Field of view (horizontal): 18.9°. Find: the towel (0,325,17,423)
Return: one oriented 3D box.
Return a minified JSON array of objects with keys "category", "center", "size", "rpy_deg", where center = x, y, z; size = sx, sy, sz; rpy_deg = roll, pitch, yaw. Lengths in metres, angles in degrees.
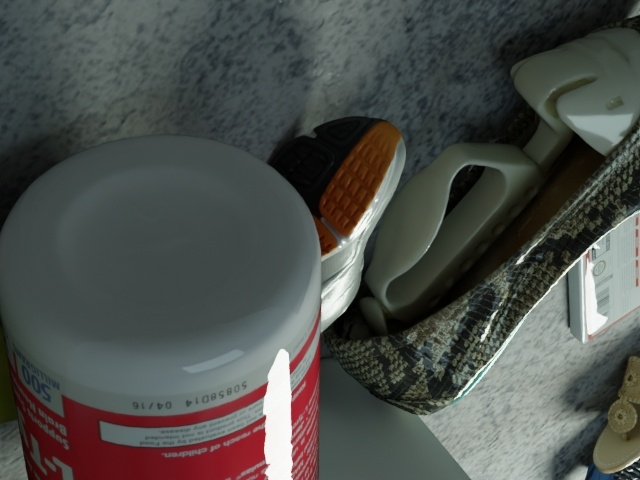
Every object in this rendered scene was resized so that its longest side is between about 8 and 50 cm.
[{"category":"towel","center":[-0.227,0.096,1.527],"size":[0.237,0.021,0.102],"rpy_deg":[-14,133,-35]}]

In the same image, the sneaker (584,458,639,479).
[{"category":"sneaker","center":[0.354,0.248,2.235],"size":[0.069,0.082,0.209],"rpy_deg":[28,89,-26]}]

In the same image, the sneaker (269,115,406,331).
[{"category":"sneaker","center":[0.000,0.000,1.596],"size":[0.121,0.099,0.262],"rpy_deg":[-5,139,-51]}]

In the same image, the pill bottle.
[{"category":"pill bottle","center":[-0.114,0.136,1.456],"size":[0.229,0.229,0.407],"rpy_deg":[-26,142,-23]}]

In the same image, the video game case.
[{"category":"video game case","center":[0.373,-0.029,1.978],"size":[0.285,0.025,0.204],"rpy_deg":[-31,144,-16]}]

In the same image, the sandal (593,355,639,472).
[{"category":"sandal","center":[0.375,0.151,2.152],"size":[0.240,0.088,0.079],"rpy_deg":[-41,115,-15]}]

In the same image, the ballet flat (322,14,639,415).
[{"category":"ballet flat","center":[0.182,-0.051,1.671],"size":[0.483,0.164,0.182],"rpy_deg":[-48,130,11]}]

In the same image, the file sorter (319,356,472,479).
[{"category":"file sorter","center":[0.016,0.263,1.718],"size":[0.193,0.277,0.173],"rpy_deg":[-5,132,-42]}]
